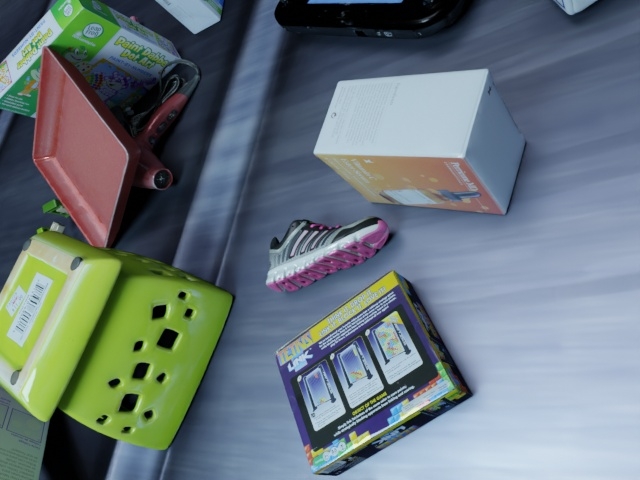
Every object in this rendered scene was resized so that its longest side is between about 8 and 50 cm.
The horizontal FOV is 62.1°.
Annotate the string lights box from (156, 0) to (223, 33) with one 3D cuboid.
[{"bbox_3d":[-0.247,-0.552,1.027,0.077,0.133,0.259,-11,64,33],"label":"string lights box"}]

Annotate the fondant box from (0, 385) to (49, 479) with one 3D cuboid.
[{"bbox_3d":[-0.495,0.271,0.688,0.096,0.238,0.330,-53,27,2],"label":"fondant box"}]

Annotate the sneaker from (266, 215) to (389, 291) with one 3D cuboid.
[{"bbox_3d":[0.000,0.000,0.632,0.170,0.063,0.074,-27,62,30],"label":"sneaker"}]

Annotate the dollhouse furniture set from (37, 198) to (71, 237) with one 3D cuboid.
[{"bbox_3d":[-0.485,0.000,1.017,0.076,0.058,0.151,-25,75,16],"label":"dollhouse furniture set"}]

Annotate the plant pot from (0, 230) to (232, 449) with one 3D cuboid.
[{"bbox_3d":[-0.292,0.117,0.700,0.227,0.207,0.228,15,77,40],"label":"plant pot"}]

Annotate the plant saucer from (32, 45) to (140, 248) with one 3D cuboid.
[{"bbox_3d":[-0.394,-0.143,0.895,0.258,0.048,0.259,49,134,16],"label":"plant saucer"}]

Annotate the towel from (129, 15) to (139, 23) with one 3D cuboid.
[{"bbox_3d":[-0.438,-0.389,1.164,0.144,0.029,0.197,-33,55,19],"label":"towel"}]

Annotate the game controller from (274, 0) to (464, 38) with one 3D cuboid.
[{"bbox_3d":[0.073,-0.359,0.746,0.319,0.067,0.166,22,83,40],"label":"game controller"}]

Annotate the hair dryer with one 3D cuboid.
[{"bbox_3d":[-0.310,-0.198,0.944,0.224,0.080,0.293,-31,54,21],"label":"hair dryer"}]

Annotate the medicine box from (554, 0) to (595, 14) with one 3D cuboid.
[{"bbox_3d":[0.297,-0.437,0.556,0.264,0.149,0.289,-32,54,18],"label":"medicine box"}]

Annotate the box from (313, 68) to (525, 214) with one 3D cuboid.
[{"bbox_3d":[0.104,-0.099,0.558,0.171,0.130,0.091,9,74,39],"label":"box"}]

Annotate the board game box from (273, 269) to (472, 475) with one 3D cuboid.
[{"bbox_3d":[0.045,0.136,0.547,0.170,0.048,0.141,-37,50,18],"label":"board game box"}]

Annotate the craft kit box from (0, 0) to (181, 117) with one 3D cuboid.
[{"bbox_3d":[-0.422,-0.308,0.969,0.247,0.250,0.061,-38,76,18],"label":"craft kit box"}]
